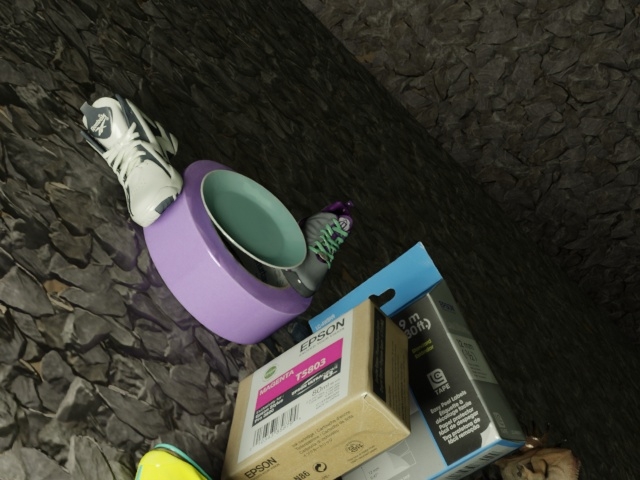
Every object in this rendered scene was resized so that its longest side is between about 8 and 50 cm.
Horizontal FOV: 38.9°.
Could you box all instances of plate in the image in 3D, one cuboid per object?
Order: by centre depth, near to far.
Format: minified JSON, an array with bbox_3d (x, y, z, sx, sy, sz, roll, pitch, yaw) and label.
[{"bbox_3d":[-0.099,-0.026,1.302,0.188,0.024,0.188,33,29,-21],"label":"plate"}]

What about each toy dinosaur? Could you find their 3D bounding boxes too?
[{"bbox_3d":[0.411,0.420,1.679,0.200,0.295,0.127,-14,94,-26],"label":"toy dinosaur"}]

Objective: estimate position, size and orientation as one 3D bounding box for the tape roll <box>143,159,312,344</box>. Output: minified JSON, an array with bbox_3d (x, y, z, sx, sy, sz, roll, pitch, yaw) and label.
[{"bbox_3d":[-0.133,0.016,1.351,0.275,0.090,0.275,42,25,-24],"label":"tape roll"}]

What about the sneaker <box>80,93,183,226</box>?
[{"bbox_3d":[-0.276,-0.125,1.266,0.153,0.094,0.235,39,26,-29],"label":"sneaker"}]

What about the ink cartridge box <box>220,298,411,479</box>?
[{"bbox_3d":[-0.004,0.207,1.131,0.088,0.234,0.193,46,23,-22],"label":"ink cartridge box"}]

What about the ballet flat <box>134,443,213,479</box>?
[{"bbox_3d":[-0.113,0.313,0.995,0.231,0.077,0.077,41,46,-22],"label":"ballet flat"}]

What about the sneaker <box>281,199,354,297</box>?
[{"bbox_3d":[0.000,0.000,1.389,0.083,0.098,0.224,47,22,-17],"label":"sneaker"}]

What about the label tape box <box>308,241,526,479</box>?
[{"bbox_3d":[0.109,0.200,1.347,0.115,0.249,0.348,18,41,-55],"label":"label tape box"}]
